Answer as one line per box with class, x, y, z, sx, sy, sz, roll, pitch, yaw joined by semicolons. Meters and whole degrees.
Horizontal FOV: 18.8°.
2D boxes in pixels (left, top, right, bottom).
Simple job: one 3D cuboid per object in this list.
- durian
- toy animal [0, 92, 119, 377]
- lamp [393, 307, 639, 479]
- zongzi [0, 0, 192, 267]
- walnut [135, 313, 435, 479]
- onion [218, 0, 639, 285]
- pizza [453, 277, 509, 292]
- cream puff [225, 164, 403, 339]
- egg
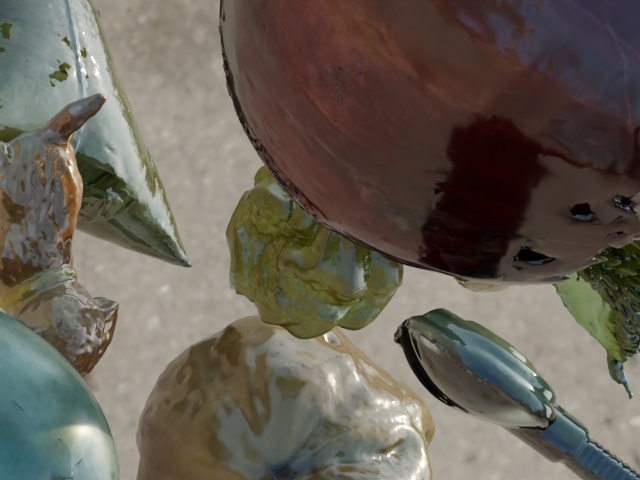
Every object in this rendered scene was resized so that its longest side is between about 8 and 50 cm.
durian;0.190;-0.004;1.218;0.220;0.095;0.137;59;35;-53
toy animal;-0.199;0.007;1.469;0.104;0.184;0.185;10;50;-58
lamp;0.170;0.051;0.717;0.203;0.283;0.124;-149;-133;-82
zongzi;-0.257;-0.184;1.920;0.393;0.174;0.356;26;57;-47
walnut;-0.029;0.223;1.827;0.344;0.306;0.306;100;-33;-83
onion;0.081;-0.111;0.770;0.276;0.276;0.276;30;47;-37
pizza;0.098;-0.064;1.476;0.365;0.074;0.182;59;20;-55
cream puff;0.000;-0.001;1.548;0.156;0.156;0.121;48;34;-19
egg;-0.247;0.132;1.331;0.236;0.169;0.169;31;38;4
